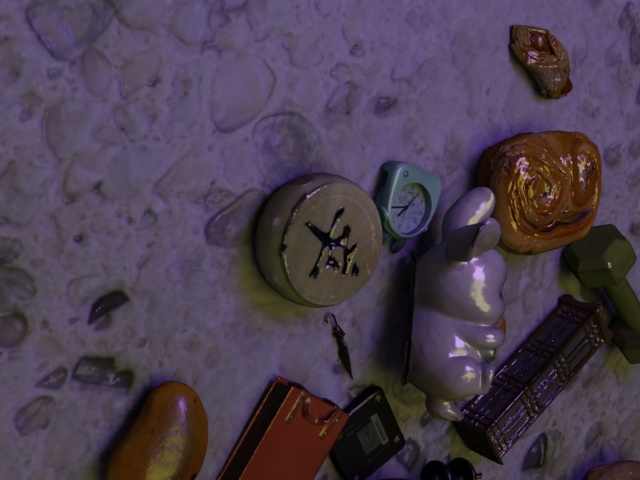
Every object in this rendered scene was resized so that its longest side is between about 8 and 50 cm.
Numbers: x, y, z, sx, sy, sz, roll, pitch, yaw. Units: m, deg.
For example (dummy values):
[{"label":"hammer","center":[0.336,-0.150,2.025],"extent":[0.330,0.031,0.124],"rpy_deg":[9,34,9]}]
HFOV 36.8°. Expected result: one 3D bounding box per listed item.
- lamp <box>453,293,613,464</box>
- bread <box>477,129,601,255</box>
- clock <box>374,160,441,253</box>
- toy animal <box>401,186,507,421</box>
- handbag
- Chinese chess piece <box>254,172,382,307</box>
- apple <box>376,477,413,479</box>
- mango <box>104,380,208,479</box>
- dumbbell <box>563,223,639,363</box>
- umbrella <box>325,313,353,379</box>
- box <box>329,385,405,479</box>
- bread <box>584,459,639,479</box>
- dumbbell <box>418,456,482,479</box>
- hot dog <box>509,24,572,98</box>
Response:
[{"label":"lamp","center":[0.368,0.234,1.659],"extent":[0.325,0.090,0.089],"rpy_deg":[-41,123,-20]},{"label":"bread","center":[0.354,-0.077,1.554],"extent":[0.236,0.120,0.198],"rpy_deg":[-12,106,-33]},{"label":"clock","center":[0.122,-0.047,1.441],"extent":[0.101,0.041,0.135],"rpy_deg":[18,91,-38]},{"label":"toy animal","center":[0.203,0.095,1.437],"extent":[0.154,0.208,0.325],"rpy_deg":[3,114,3]},{"label":"handbag","center":[-0.054,0.302,1.385],"extent":[0.127,0.063,0.190],"rpy_deg":[35,82,-36]},{"label":"Chinese chess piece","center":[0.000,0.000,1.338],"extent":[0.188,0.083,0.188],"rpy_deg":[-7,102,-35]},{"label":"apple","center":[0.132,0.492,1.479],"extent":[0.272,0.206,0.251],"rpy_deg":[21,100,-35]},{"label":"mango","center":[-0.206,0.275,1.251],"extent":[0.115,0.090,0.178],"rpy_deg":[40,69,-28]},{"label":"dumbbell","center":[0.547,0.101,1.744],"extent":[0.121,0.108,0.302],"rpy_deg":[-50,124,-15]},{"label":"umbrella","center":[0.034,0.158,1.442],"extent":[0.022,0.013,0.122],"rpy_deg":[-29,118,-14]},{"label":"box","center":[0.068,0.306,1.494],"extent":[0.125,0.027,0.126],"rpy_deg":[-36,119,-24]},{"label":"bread","center":[0.566,0.531,1.848],"extent":[0.244,0.134,0.244],"rpy_deg":[-7,102,-35]},{"label":"dumbbell","center":[0.213,0.396,1.594],"extent":[0.147,0.069,0.069],"rpy_deg":[5,98,-36]},{"label":"hot dog","center":[0.369,-0.288,1.551],"extent":[0.169,0.061,0.078],"rpy_deg":[42,74,-35]}]
